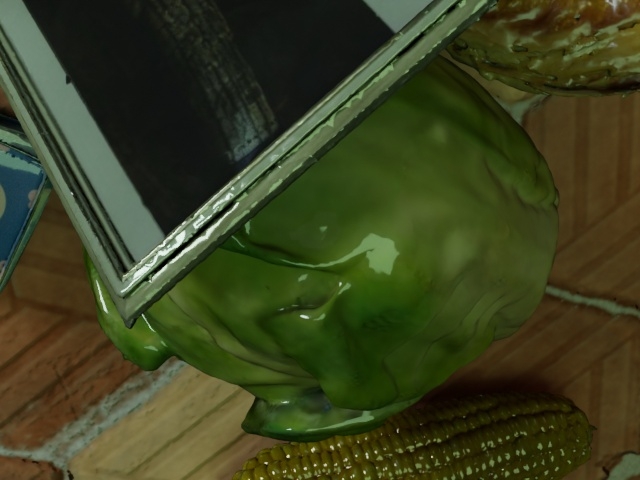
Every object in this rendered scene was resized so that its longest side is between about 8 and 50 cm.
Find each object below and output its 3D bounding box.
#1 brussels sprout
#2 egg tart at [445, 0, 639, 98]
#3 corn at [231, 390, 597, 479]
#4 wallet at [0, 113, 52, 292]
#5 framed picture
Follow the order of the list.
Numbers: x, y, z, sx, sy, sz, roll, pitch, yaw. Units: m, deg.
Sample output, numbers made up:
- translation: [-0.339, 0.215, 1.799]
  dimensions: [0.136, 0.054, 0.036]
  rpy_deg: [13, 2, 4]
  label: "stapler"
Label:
- translation: [0.000, -0.001, 0.658]
  dimensions: [0.294, 0.227, 0.259]
  rpy_deg: [5, 154, -8]
  label: "brussels sprout"
- translation: [0.172, -0.213, 0.652]
  dimensions: [0.297, 0.132, 0.297]
  rpy_deg: [-2, 79, 13]
  label: "egg tart"
- translation: [0.075, 0.181, 0.864]
  dimensions: [0.313, 0.102, 0.102]
  rpy_deg: [-15, 119, -10]
  label: "corn"
- translation: [-0.279, -0.044, 0.676]
  dimensions: [0.202, 0.059, 0.141]
  rpy_deg: [21, 115, -22]
  label: "wallet"
- translation: [-0.077, -0.131, 0.565]
  dimensions: [0.231, 0.293, 0.018]
  rpy_deg: [-41, 144, 6]
  label: "framed picture"
